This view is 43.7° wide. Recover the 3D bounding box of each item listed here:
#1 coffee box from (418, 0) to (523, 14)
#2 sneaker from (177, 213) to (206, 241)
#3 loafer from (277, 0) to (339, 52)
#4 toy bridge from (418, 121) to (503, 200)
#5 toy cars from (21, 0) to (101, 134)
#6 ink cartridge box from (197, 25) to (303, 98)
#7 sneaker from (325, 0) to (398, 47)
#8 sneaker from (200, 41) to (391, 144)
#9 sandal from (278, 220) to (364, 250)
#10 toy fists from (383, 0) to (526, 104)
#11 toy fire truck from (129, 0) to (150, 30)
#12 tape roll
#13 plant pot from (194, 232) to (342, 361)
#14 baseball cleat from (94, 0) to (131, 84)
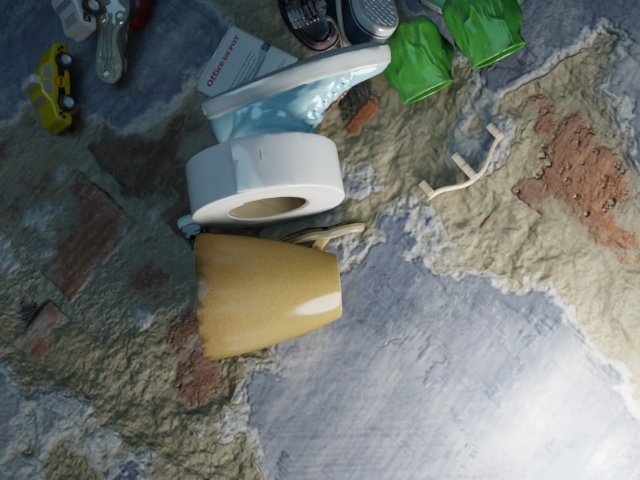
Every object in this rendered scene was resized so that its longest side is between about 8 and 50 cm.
[{"bbox_3d":[0.292,-0.474,1.545,0.184,0.040,0.113,32,91,16],"label":"coffee box"},{"bbox_3d":[-0.235,-0.034,1.606,0.098,0.038,0.069,-35,76,16],"label":"sneaker"},{"bbox_3d":[-0.051,-0.521,1.606,0.109,0.095,0.303,-23,77,8],"label":"loafer"},{"bbox_3d":[0.272,-0.137,1.505,0.188,0.026,0.063,-41,76,5],"label":"toy bridge"},{"bbox_3d":[-0.543,-0.416,1.647,0.176,0.087,0.394,42,118,42],"label":"toy cars"},{"bbox_3d":[-0.118,-0.311,1.594,0.208,0.087,0.153,31,90,15],"label":"ink cartridge box"},{"bbox_3d":[0.072,-0.487,1.551,0.126,0.127,0.321,15,55,-20],"label":"sneaker"},{"bbox_3d":[-0.030,-0.250,1.464,0.365,0.135,0.150,-16,107,18],"label":"sneaker"},{"bbox_3d":[0.000,0.000,1.534,0.180,0.072,0.049,-11,100,7],"label":"sandal"},{"bbox_3d":[0.242,-0.373,1.494,0.279,0.096,0.142,-24,88,28],"label":"toy fists"},{"bbox_3d":[-0.459,-0.623,1.699,0.302,0.169,0.254,34,110,15],"label":"toy fire truck"},{"bbox_3d":[-0.101,-0.104,1.455,0.286,0.286,0.100,-11,79,12],"label":"tape roll"},{"bbox_3d":[-0.092,0.092,1.468,0.254,0.237,0.237,-5,80,-2],"label":"plant pot"},{"bbox_3d":[-0.434,-0.431,1.667,0.072,0.109,0.206,11,98,-6],"label":"baseball cleat"}]
